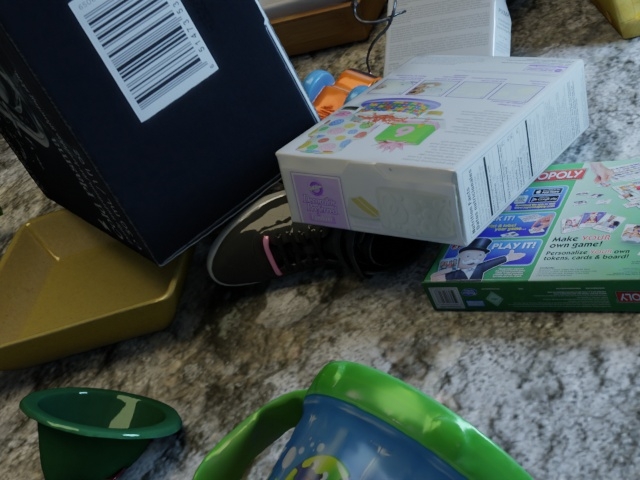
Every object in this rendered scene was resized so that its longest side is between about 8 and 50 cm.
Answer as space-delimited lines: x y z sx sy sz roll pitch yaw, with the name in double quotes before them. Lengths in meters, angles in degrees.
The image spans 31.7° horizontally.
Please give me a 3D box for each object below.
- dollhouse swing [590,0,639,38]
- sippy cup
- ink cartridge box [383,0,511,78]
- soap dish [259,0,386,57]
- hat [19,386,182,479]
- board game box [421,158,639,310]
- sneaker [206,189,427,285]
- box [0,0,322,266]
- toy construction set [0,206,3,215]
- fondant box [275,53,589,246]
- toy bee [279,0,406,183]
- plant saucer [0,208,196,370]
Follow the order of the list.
"dollhouse swing" 0.491 -0.512 1.544 0.304 0.347 0.315 -22 31 8
"sippy cup" 0.032 0.251 0.877 0.224 0.240 0.305 -52 13 -20
"ink cartridge box" 0.190 -0.343 1.672 0.189 0.066 0.232 -2 77 36
"soap dish" 0.016 -0.450 2.036 0.228 0.118 0.291 -8 35 28
"hat" -0.263 0.273 1.240 0.173 0.184 0.208 14 7 39
"board game box" 0.293 -0.009 1.227 0.317 0.046 0.213 -2 37 36
"sneaker" 0.000 0.000 1.374 0.295 0.105 0.147 -21 25 1
"box" -0.307 -0.277 1.488 0.297 0.480 0.471 -38 28 -16
"toy construction set" -0.616 -0.001 1.769 0.237 0.257 0.309 -20 50 -13
"fondant box" 0.141 -0.121 1.335 0.238 0.096 0.330 9 32 35
"toy bee" 0.052 -0.180 1.602 0.298 0.162 0.195 -43 60 0
"plant saucer" -0.303 0.049 1.553 0.332 0.081 0.333 -17 31 17
